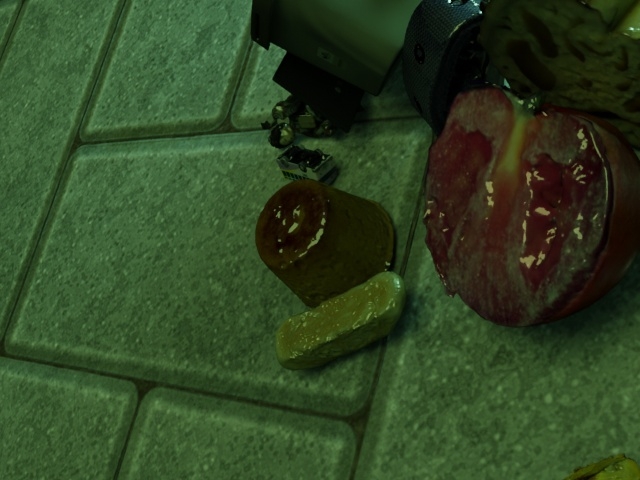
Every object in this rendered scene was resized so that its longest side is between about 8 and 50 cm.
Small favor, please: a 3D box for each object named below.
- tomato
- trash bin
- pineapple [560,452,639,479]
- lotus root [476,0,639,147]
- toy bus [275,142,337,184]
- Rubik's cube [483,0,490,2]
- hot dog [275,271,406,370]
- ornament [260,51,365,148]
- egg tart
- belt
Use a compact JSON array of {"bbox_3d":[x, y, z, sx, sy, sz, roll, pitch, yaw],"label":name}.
[{"bbox_3d":[0.282,-0.041,1.198,0.335,0.176,0.290,32,111,49],"label":"tomato"},{"bbox_3d":[0.032,-0.370,1.432,0.250,0.220,0.219,31,79,2],"label":"trash bin"},{"bbox_3d":[0.322,0.306,1.051,0.114,0.077,0.114,-34,63,28],"label":"pineapple"},{"bbox_3d":[0.384,-0.287,1.163,0.316,0.316,0.250,30,81,45],"label":"lotus root"},{"bbox_3d":[-0.022,-0.124,1.567,0.102,0.058,0.052,20,53,44],"label":"toy bus"},{"bbox_3d":[0.202,-0.537,1.471,0.238,0.237,0.237,16,76,45],"label":"Rubik's cube"},{"bbox_3d":[0.037,0.127,1.378,0.242,0.073,0.084,-30,48,29],"label":"hot dog"},{"bbox_3d":[-0.039,-0.211,1.587,0.196,0.166,0.153,-45,16,42],"label":"ornament"},{"bbox_3d":[0.000,0.000,1.424,0.202,0.147,0.202,-17,59,31],"label":"egg tart"},{"bbox_3d":[0.204,-0.246,1.340,0.139,0.230,0.126,-18,47,-14],"label":"belt"}]
